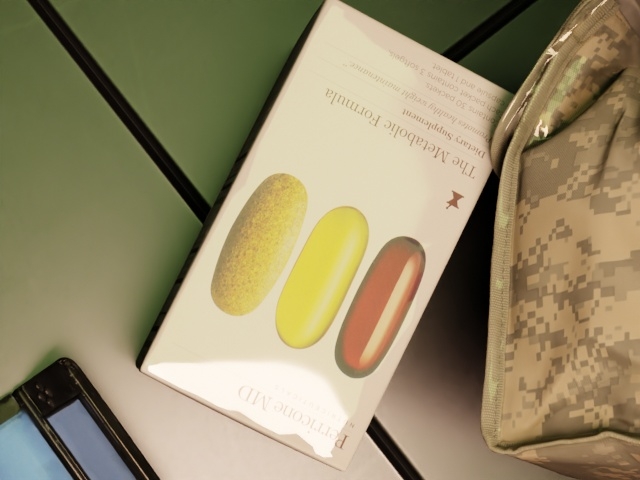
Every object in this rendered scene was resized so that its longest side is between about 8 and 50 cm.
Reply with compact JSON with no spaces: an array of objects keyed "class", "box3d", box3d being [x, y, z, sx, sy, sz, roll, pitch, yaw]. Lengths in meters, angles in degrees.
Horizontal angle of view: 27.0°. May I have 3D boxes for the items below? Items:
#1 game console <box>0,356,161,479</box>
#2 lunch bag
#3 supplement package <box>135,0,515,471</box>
[{"class":"game console","box3d":[-0.163,0.149,0.818,0.071,0.107,0.122,-37,93,-38]},{"class":"lunch bag","box3d":[0.213,0.002,0.794,0.169,0.235,0.287,-5,72,33]},{"class":"supplement package","box3d":[0.000,0.000,0.822,0.139,0.134,0.244,27,82,-6]}]
